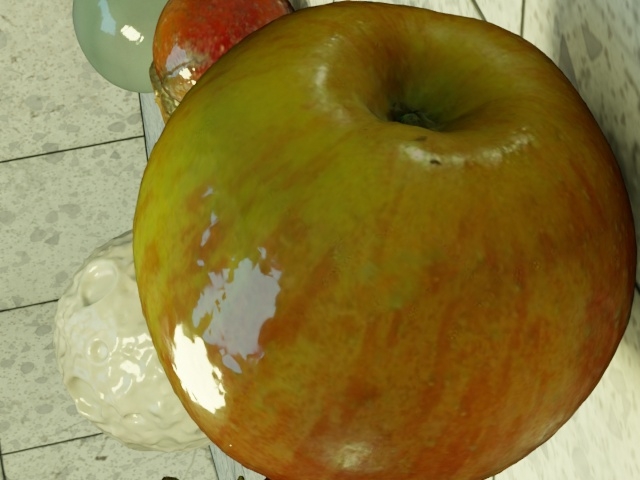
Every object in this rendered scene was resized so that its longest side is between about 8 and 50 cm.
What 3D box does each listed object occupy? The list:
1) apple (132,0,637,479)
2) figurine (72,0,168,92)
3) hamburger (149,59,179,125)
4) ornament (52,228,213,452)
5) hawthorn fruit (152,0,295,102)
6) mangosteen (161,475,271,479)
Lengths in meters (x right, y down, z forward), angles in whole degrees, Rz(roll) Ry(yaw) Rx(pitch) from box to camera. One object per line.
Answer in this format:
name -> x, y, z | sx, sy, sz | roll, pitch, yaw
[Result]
apple -> 0.046, 0.000, 0.956 | 0.301, 0.301, 0.301 | 169, 90, -80
figurine -> -0.276, -0.371, 2.620 | 0.382, 0.205, 0.224 | -103, 11, -66
hamburger -> -0.110, -0.139, 2.059 | 0.282, 0.155, 0.245 | -118, 12, -74
ornament -> -0.212, 0.148, 2.461 | 0.337, 0.337, 0.337 | 169, 90, -80
hawthorn fruit -> -0.097, -0.213, 1.853 | 0.173, 0.173, 0.173 | 169, 90, -80
mangosteen -> -0.045, 0.330, 1.811 | 0.231, 0.289, 0.231 | 16, -90, -89
